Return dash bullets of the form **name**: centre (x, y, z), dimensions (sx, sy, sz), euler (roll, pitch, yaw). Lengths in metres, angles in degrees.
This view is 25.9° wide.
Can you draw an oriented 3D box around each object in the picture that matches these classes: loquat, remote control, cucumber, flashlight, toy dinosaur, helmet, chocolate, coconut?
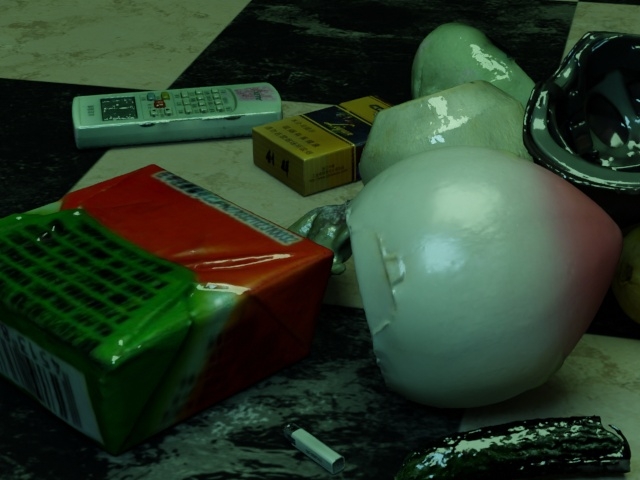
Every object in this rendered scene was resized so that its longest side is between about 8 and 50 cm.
- **loquat**: centre (0.421, 0.039, 1.704), dimensions (0.141, 0.141, 0.141), euler (-1, 27, 0)
- **remote control**: centre (-0.235, -0.208, 2.293), dimensions (0.344, 0.050, 0.145), euler (-6, 28, -9)
- **cucumber**: centre (0.196, 0.219, 1.438), dimensions (0.245, 0.067, 0.067), euler (-4, 27, -10)
- **flashlight**: centre (-0.008, 0.222, 1.489), dimensions (0.018, 0.018, 0.083), euler (-22, 35, -34)
- **toy dinosaur**: centre (0.006, 0.005, 1.755), dimensions (0.162, 0.077, 0.294), euler (-47, 16, -24)
- **helmet**: centre (0.371, -0.114, 1.741), dimensions (0.225, 0.177, 0.305), euler (27, 57, 22)
- **chocolate**: centre (-0.218, 0.070, 1.635), dimensions (0.341, 0.161, 0.360), euler (-24, 36, -38)
- **coconut**: centre (0.179, -0.075, 1.841), dimensions (0.245, 0.247, 0.245), euler (-18, 3, 1)

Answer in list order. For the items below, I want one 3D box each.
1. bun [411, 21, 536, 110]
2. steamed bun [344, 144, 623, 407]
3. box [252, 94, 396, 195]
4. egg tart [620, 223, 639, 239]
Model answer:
- **bun**: centre (0.226, -0.181, 2.058), dimensions (0.179, 0.283, 0.283), euler (-39, 33, 0)
- **steamed bun**: centre (0.190, 0.031, 1.532), dimensions (0.309, 0.309, 0.309), euler (-1, 27, 0)
- **box**: centre (0.032, -0.150, 2.160), dimensions (0.237, 0.070, 0.152), euler (-19, 32, -27)
- **egg tart**: centre (0.405, -0.038, 1.888), dimensions (0.288, 0.118, 0.288), euler (2, 31, -1)
